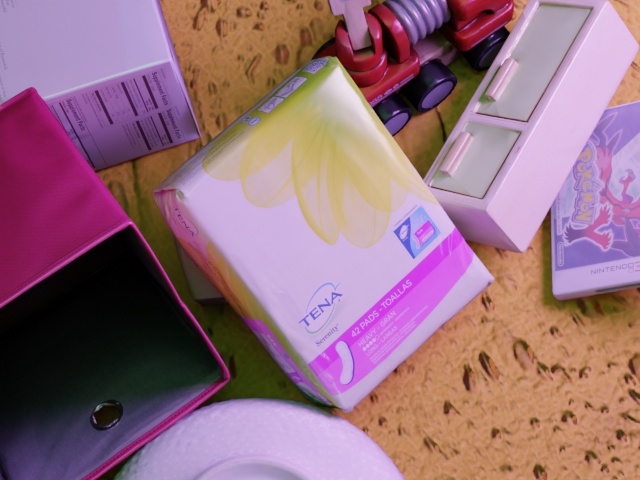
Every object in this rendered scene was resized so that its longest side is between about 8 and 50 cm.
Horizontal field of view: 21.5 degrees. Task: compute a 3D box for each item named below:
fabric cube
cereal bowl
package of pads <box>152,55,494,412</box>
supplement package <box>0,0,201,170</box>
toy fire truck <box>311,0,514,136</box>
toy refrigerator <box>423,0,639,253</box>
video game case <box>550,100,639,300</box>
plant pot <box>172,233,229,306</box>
[{"bbox_3d":[-0.287,0.061,1.640,0.254,0.259,0.258,-35,45,-8],"label":"fabric cube"},{"bbox_3d":[-0.061,0.302,1.621,0.339,0.141,0.339,0,66,-1],"label":"cereal bowl"},{"bbox_3d":[0.000,0.000,1.684,0.229,0.101,0.296,-41,105,-17],"label":"package of pads"},{"bbox_3d":[-0.291,-0.192,1.802,0.262,0.198,0.199,-18,68,-1],"label":"supplement package"},{"bbox_3d":[0.082,-0.253,1.766,0.217,0.246,0.158,-35,72,-8],"label":"toy fire truck"},{"bbox_3d":[0.218,-0.129,1.772,0.102,0.094,0.269,17,70,45],"label":"toy refrigerator"},{"bbox_3d":[0.323,-0.048,1.746,0.183,0.023,0.201,-12,66,32],"label":"video game case"},{"bbox_3d":[-0.097,0.016,1.765,0.109,0.109,0.096,-4,81,3],"label":"plant pot"}]
